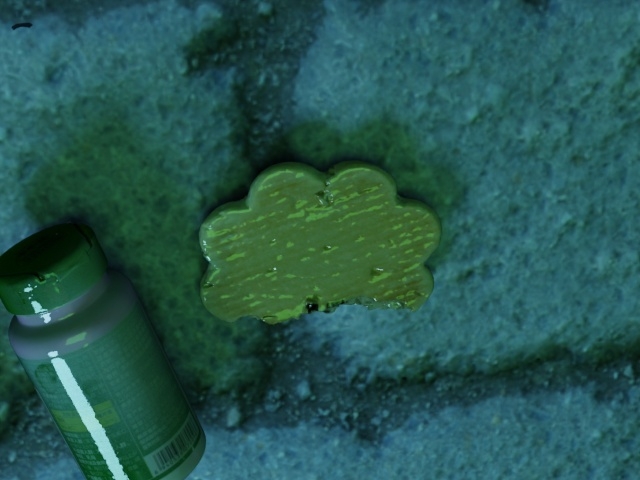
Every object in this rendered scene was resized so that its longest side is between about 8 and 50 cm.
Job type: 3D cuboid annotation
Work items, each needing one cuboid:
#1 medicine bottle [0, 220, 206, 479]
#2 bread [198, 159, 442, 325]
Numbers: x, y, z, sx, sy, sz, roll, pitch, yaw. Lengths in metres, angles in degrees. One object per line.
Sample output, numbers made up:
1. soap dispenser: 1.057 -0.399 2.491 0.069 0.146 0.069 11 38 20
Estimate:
1. medicine bottle: -0.221 0.121 1.227 0.133 0.133 0.274 -21 116 0
2. bread: 0.000 0.000 1.263 0.251 0.039 0.182 -3 114 -9
